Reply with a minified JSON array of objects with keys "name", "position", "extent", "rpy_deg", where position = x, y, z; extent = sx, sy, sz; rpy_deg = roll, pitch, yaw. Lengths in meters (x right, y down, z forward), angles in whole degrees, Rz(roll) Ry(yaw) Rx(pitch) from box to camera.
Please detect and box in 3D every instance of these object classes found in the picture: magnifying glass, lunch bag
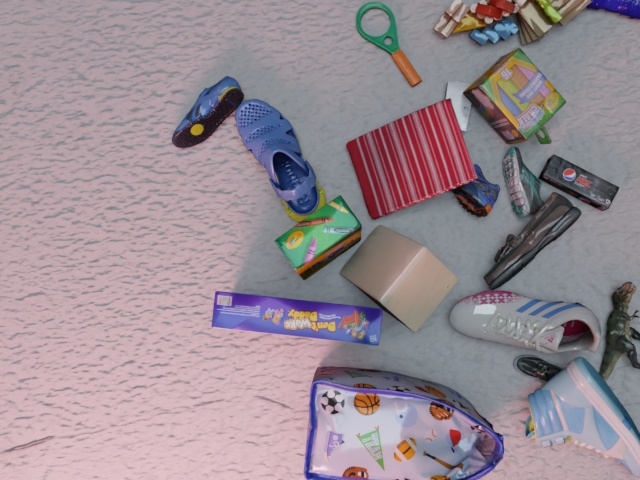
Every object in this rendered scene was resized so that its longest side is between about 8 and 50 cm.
[{"name":"magnifying glass","position":[0.166,-0.466,1.956],"extent":[0.092,0.026,0.231],"rpy_deg":[-33,82,-2]},{"name":"lunch bag","position":[0.166,0.396,1.713],"extent":[0.385,0.328,0.239],"rpy_deg":[4,89,1]}]

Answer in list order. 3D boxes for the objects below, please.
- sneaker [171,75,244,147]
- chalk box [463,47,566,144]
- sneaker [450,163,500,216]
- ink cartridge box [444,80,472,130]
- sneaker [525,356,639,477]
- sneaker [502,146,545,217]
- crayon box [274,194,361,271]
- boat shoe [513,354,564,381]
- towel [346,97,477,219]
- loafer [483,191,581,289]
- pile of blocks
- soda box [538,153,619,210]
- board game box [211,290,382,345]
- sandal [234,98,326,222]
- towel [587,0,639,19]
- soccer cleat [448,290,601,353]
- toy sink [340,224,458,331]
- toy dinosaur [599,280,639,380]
[{"name":"sneaker","position":[-0.273,-0.304,1.939],"extent":[0.209,0.069,0.082],"rpy_deg":[-42,51,6]},{"name":"chalk box","position":[0.454,-0.307,1.865],"extent":[0.132,0.132,0.213],"rpy_deg":[-44,98,-3]},{"name":"sneaker","position":[0.321,-0.151,1.897],"extent":[0.221,0.083,0.087],"rpy_deg":[45,67,6]},{"name":"ink cartridge box","position":[0.321,-0.313,1.930],"extent":[0.063,0.029,0.115],"rpy_deg":[9,85,2]},{"name":"sneaker","position":[0.577,0.425,1.812],"extent":[0.208,0.127,0.319],"rpy_deg":[-35,98,17]},{"name":"sneaker","position":[0.472,-0.137,1.900],"extent":[0.076,0.065,0.166],"rpy_deg":[-11,87,-16]},{"name":"crayon box","position":[0.000,0.000,1.783],"extent":[0.165,0.278,0.081],"rpy_deg":[-35,83,-2]},{"name":"boat shoe","position":[0.509,0.294,1.855],"extent":[0.142,0.040,0.049],"rpy_deg":[18,85,3]},{"name":"towel","position":[0.202,-0.181,1.866],"extent":[0.275,0.031,0.199],"rpy_deg":[-21,83,25]},{"name":"loafer","position":[0.465,0.000,1.864],"extent":[0.267,0.096,0.084],"rpy_deg":[-41,73,0]},{"name":"pile of blocks","position":[0.441,-0.518,1.883],"extent":[0.362,0.112,0.149],"rpy_deg":[-15,100,10]},{"name":"soda box","position":[0.593,-0.132,1.890],"extent":[0.169,0.053,0.060],"rpy_deg":[28,85,4]},{"name":"board game box","position":[-0.045,0.171,1.790],"extent":[0.347,0.233,0.078],"rpy_deg":[6,84,3]},{"name":"sandal","position":[-0.091,-0.194,1.879],"extent":[0.126,0.138,0.317],"rpy_deg":[-35,82,0]},{"name":"towel","position":[0.685,-0.653,1.930],"extent":[0.308,0.076,0.228],"rpy_deg":[13,84,3]},{"name":"soccer cleat","position":[0.453,0.185,1.805],"extent":[0.331,0.143,0.116],"rpy_deg":[2,113,2]},{"name":"toy sink","position":[0.172,0.082,1.830],"extent":[0.131,0.234,0.153],"rpy_deg":[42,85,-24]},{"name":"toy dinosaur","position":[0.691,0.231,1.849],"extent":[0.118,0.064,0.268],"rpy_deg":[15,87,10]}]
